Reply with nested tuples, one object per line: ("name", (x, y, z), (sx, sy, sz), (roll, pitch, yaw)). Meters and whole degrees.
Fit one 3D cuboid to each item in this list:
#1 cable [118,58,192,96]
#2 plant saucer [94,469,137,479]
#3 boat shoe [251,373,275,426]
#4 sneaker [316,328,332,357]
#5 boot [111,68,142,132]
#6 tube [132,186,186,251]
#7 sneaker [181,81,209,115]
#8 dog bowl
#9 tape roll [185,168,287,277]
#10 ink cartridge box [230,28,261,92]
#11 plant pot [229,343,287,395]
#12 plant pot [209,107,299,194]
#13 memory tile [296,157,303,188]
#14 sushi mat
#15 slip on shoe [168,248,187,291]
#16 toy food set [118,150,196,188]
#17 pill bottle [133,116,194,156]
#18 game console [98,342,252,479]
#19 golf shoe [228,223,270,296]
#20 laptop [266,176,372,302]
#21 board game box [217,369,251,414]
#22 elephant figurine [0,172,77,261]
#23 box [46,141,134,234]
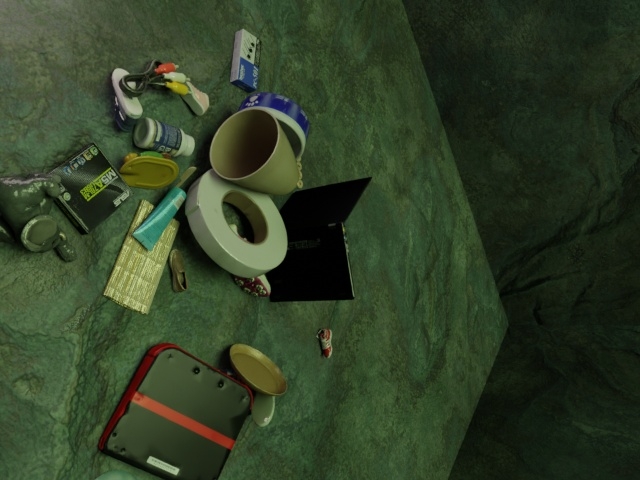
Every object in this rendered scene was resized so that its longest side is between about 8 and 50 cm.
("cable", (-0.499, -0.495, 1.612), (0.139, 0.072, 0.287), (60, 23, -2))
("plant saucer", (-0.557, 0.722, 1.447), (0.195, 0.038, 0.194), (12, 75, -51))
("boat shoe", (-0.186, 0.553, 1.846), (0.227, 0.080, 0.081), (-97, 171, -57))
("sneaker", (0.015, 0.418, 2.205), (0.067, 0.042, 0.118), (28, 56, -51))
("boot", (-0.578, -0.408, 1.570), (0.069, 0.086, 0.189), (6, 52, -43))
("tube", (-0.479, -0.071, 1.624), (0.080, 0.052, 0.207), (49, 54, -32))
("sneaker", (-0.419, -0.485, 1.790), (0.134, 0.051, 0.070), (57, 32, -21))
("dog bowl", (-0.175, -0.391, 1.904), (0.265, 0.265, 0.104), (44, 49, -39))
("tape roll", (-0.270, -0.062, 1.786), (0.392, 0.072, 0.391), (35, 38, -33))
("ink cartridge box", (-0.275, -0.664, 1.996), (0.097, 0.046, 0.206), (19, 70, -47))
("plant pot", (-0.215, 0.440, 1.811), (0.236, 0.236, 0.032), (28, 104, -46))
("plant pot", (-0.189, -0.262, 1.815), (0.274, 0.257, 0.256), (40, 54, -59))
("memory tile", (-0.112, -0.283, 2.171), (0.113, 0.012, 0.147), (-2, 86, -52))
("sushi mat", (-0.524, 0.050, 1.601), (0.151, 0.019, 0.316), (38, 57, -43))
("slip on shoe", (-0.440, 0.094, 1.679), (0.051, 0.041, 0.135), (0, 85, -54))
("toy food set", (-0.502, -0.220, 1.613), (0.218, 0.128, 0.071), (6, 48, -49))
("pill bottle", (-0.475, -0.309, 1.653), (0.170, 0.094, 0.094), (11, 76, -50))
("game console", (-0.405, 0.525, 1.599), (0.387, 0.060, 0.341), (39, 63, -27))
("golf shoe", (-0.256, 0.071, 1.863), (0.306, 0.115, 0.140), (54, 44, -33))
("laptop", (0.000, 0.000, 1.972), (0.236, 0.382, 0.407), (-11, 93, -51))
("board game box", (-0.305, 0.522, 1.773), (0.194, 0.060, 0.194), (16, 73, -51))
("elephant figurine", (-0.697, -0.038, 1.304), (0.186, 0.169, 0.239), (-4, 105, -24))
("box", (-0.633, -0.143, 1.471), (0.184, 0.045, 0.190), (59, 45, -25))
